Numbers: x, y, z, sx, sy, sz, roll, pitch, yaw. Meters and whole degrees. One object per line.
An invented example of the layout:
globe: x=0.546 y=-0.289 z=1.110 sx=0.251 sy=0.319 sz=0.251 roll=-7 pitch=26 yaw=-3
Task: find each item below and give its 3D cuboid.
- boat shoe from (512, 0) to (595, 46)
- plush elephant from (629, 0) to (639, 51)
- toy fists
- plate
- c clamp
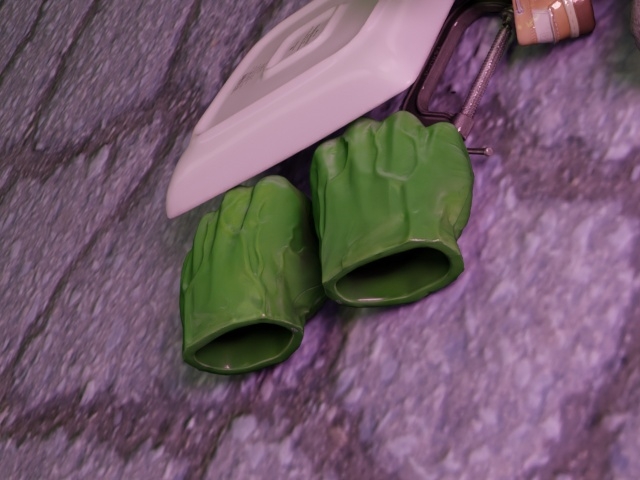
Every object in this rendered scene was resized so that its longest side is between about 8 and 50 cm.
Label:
boat shoe: x=0.149 y=-0.219 z=0.885 sx=0.072 sy=0.068 sz=0.190 roll=-21 pitch=43 yaw=8
plush elephant: x=0.218 y=-0.319 z=0.770 sx=0.272 sy=0.255 sz=0.330 roll=23 pitch=119 yaw=17
toy fists: x=0.000 y=0.000 z=0.885 sx=0.279 sy=0.096 sz=0.142 roll=-28 pitch=50 yaw=33
plate: x=-0.004 y=-0.158 z=0.981 sx=0.278 sy=0.045 sz=0.277 roll=-26 pitch=25 yaw=36
c clamp: x=0.121 y=-0.133 z=0.912 sx=0.137 sy=0.022 sz=0.161 roll=3 pitch=66 yaw=57
